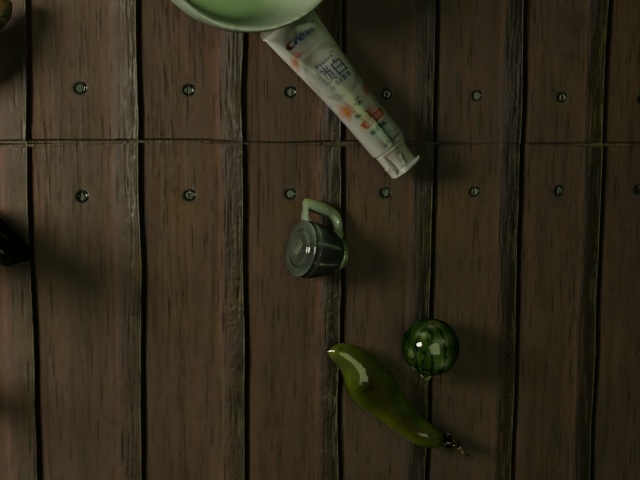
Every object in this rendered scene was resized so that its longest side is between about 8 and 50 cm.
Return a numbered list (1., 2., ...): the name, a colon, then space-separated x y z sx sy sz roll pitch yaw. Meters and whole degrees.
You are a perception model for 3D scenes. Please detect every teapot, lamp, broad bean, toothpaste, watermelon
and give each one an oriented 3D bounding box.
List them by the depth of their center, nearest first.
1. lamp: -0.536 0.093 1.345 0.125 0.203 0.283 27 92 1
2. toothpaste: 0.040 -0.241 1.550 0.100 0.066 0.323 -43 101 -9
3. teapot: 0.004 0.004 1.552 0.091 0.092 0.124 11 100 -34
4. watermelon: 0.188 0.187 1.621 0.109 0.109 0.109 -2 97 -17
5. broad bean: 0.126 0.282 1.636 0.325 0.067 0.075 41 114 -19

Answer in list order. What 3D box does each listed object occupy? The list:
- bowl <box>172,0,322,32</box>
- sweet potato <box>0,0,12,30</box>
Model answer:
1. bowl: -0.122 -0.460 1.419 0.307 0.163 0.307 -2 97 -17
2. sweet potato: -0.583 -0.261 1.335 0.310 0.098 0.124 -11 124 -20
